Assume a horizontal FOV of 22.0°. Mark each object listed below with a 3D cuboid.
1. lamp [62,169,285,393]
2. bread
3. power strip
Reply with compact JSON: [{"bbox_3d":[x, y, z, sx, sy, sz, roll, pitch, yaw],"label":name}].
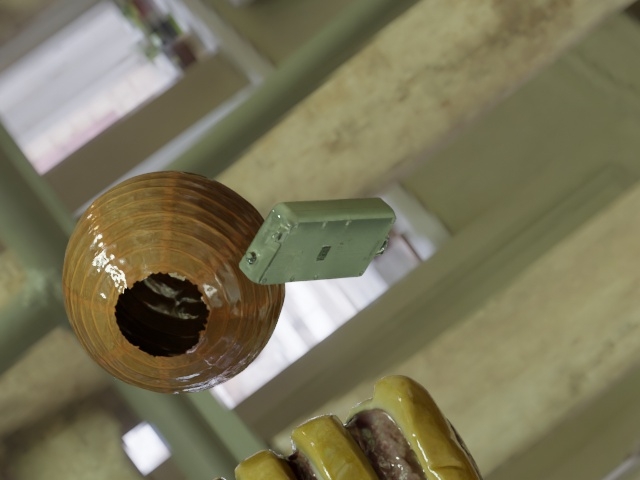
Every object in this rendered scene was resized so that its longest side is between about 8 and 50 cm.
[{"bbox_3d":[-0.088,0.025,0.989,0.136,0.136,0.136,52,172,10],"label":"lamp"},{"bbox_3d":[-0.015,0.172,0.865,0.134,0.225,0.081,55,178,21],"label":"bread"},{"bbox_3d":[0.000,0.000,0.763,0.016,0.040,0.090,44,-153,28],"label":"power strip"}]
